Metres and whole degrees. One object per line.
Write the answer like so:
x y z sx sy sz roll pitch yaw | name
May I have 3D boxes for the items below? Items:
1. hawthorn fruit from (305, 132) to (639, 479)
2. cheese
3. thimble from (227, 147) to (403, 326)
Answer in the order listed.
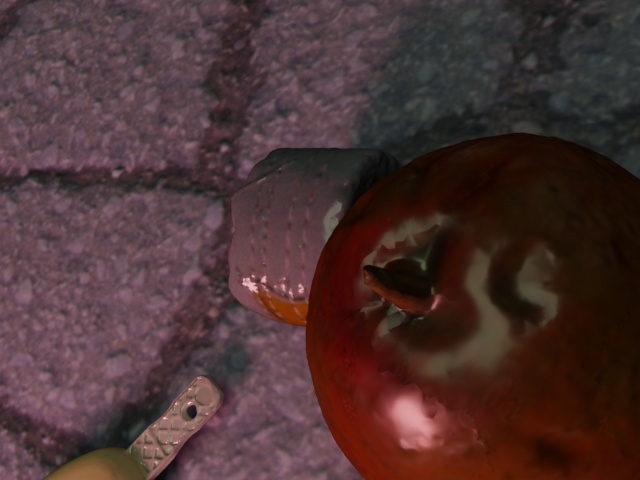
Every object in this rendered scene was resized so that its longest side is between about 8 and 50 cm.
0.110 0.055 0.645 0.277 0.298 0.277 -12 66 29 | hawthorn fruit
-0.179 0.219 0.895 0.251 0.054 0.127 -48 59 5 | cheese
0.001 -0.002 0.831 0.118 0.127 0.151 4 76 32 | thimble
